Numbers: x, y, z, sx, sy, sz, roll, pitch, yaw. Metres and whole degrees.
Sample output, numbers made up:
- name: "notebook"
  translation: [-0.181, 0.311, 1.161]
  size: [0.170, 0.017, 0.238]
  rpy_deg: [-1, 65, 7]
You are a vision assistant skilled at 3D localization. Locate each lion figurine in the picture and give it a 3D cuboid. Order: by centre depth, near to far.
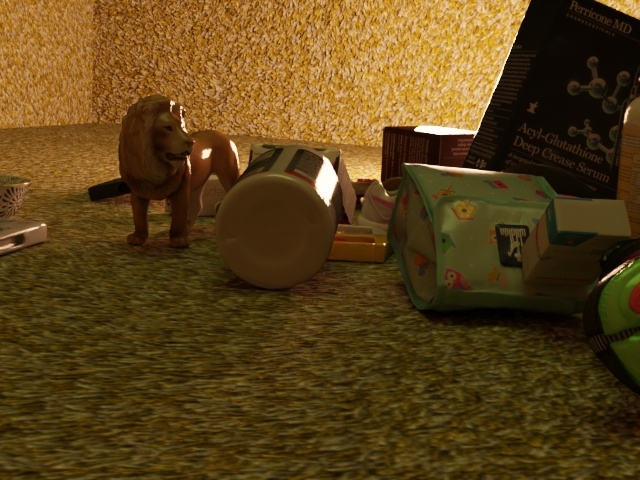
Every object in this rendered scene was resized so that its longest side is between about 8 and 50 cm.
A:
- name: "lion figurine"
  translation: [-0.221, -0.122, 1.775]
  size: [0.142, 0.240, 0.392]
  rpy_deg: [5, 9, 13]

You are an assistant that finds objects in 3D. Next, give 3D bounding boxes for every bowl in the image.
- name: "bowl"
  translation: [-0.576, -0.065, 1.806]
  size: [0.170, 0.080, 0.170]
  rpy_deg: [3, 9, 0]

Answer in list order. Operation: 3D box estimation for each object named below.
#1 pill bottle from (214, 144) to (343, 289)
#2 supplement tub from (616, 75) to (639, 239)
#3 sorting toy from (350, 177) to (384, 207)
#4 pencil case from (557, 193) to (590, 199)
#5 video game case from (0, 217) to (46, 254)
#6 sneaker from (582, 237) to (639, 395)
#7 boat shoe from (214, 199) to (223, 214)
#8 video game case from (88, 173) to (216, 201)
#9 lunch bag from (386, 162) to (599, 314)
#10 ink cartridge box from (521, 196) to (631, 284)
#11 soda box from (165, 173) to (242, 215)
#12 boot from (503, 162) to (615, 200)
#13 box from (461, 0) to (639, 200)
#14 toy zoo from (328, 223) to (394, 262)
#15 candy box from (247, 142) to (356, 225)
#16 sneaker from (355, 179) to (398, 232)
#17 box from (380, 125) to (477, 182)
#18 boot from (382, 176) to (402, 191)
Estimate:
- name: "pill bottle"
  translation: [-0.050, -0.045, 1.535]
  size: [0.161, 0.161, 0.283]
  rpy_deg: [4, 15, 5]
- name: "supplement tub"
  translation: [0.533, -0.079, 1.475]
  size: [0.240, 0.332, 0.241]
  rpy_deg: [3, 10, 0]
- name: "sorting toy"
  translation: [0.092, -0.099, 2.308]
  size: [0.132, 0.046, 0.274]
  rpy_deg: [0, 10, -13]
- name: "pencil case"
  translation: [0.351, -0.026, 1.624]
  size: [0.284, 0.124, 0.124]
  rpy_deg: [9, 8, -15]
- name: "video game case"
  translation: [-0.624, -0.007, 1.581]
  size: [0.328, 0.036, 0.300]
  rpy_deg: [5, 10, 12]
- name: "sneaker"
  translation: [0.375, 0.078, 1.108]
  size: [0.202, 0.185, 0.482]
  rpy_deg: [-12, -4, 35]
- name: "boat shoe"
  translation: [-0.141, -0.065, 2.042]
  size: [0.125, 0.046, 0.038]
  rpy_deg: [-6, 13, -30]
- name: "video game case"
  translation: [-0.324, -0.134, 2.255]
  size: [0.248, 0.035, 0.275]
  rpy_deg: [-10, 7, 11]
- name: "lunch bag"
  translation: [0.222, 0.010, 1.400]
  size: [0.223, 0.160, 0.262]
  rpy_deg: [5, 25, -12]
- name: "ink cartridge box"
  translation: [0.297, 0.003, 1.254]
  size: [0.088, 0.052, 0.122]
  rpy_deg: [3, -31, -8]
- name: "soda box"
  translation: [-0.192, -0.090, 2.087]
  size: [0.216, 0.074, 0.069]
  rpy_deg: [-4, 12, -34]
- name: "boot"
  translation: [0.465, -0.051, 1.929]
  size: [0.305, 0.112, 0.115]
  rpy_deg: [22, -1, 6]
- name: "box"
  translation: [0.503, -0.254, 2.107]
  size: [0.293, 0.396, 0.212]
  rpy_deg: [20, 7, -10]
- name: "toy zoo"
  translation: [0.000, 0.000, 1.746]
  size: [0.293, 0.030, 0.192]
  rpy_deg: [3, 10, 1]
- name: "candy box"
  translation: [-0.030, -0.092, 1.894]
  size: [0.159, 0.071, 0.233]
  rpy_deg: [5, -18, 11]
- name: "sneaker"
  translation: [0.186, -0.054, 1.876]
  size: [0.252, 0.111, 0.103]
  rpy_deg: [3, 10, 0]
- name: "box"
  translation: [0.260, -0.166, 2.396]
  size: [0.168, 0.167, 0.203]
  rpy_deg: [-4, 12, -35]
- name: "boot"
  translation: [0.241, -0.072, 2.027]
  size: [0.261, 0.095, 0.203]
  rpy_deg: [10, 11, 4]
